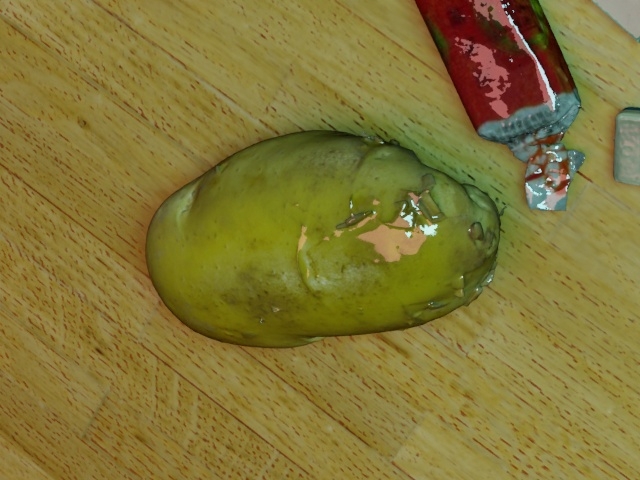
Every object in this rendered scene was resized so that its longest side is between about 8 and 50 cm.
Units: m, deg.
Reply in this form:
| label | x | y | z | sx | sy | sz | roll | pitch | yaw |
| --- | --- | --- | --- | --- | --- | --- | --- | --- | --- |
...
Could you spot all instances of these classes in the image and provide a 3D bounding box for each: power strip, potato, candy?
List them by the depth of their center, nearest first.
| label | x | y | z | sx | sy | sz | roll | pitch | yaw |
| --- | --- | --- | --- | --- | --- | --- | --- | --- | --- |
| power strip | 0.272 | -0.063 | 1.088 | 0.123 | 0.032 | 0.056 | 8 | 109 | 23 |
| candy | 0.126 | -0.155 | 1.109 | 0.086 | 0.059 | 0.292 | -23 | 95 | 30 |
| potato | 0.000 | 0.000 | 1.172 | 0.300 | 0.140 | 0.173 | -9 | 110 | 32 |

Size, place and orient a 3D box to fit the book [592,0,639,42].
| label | x | y | z | sx | sy | sz | roll | pitch | yaw |
| --- | --- | --- | --- | --- | --- | --- | --- | --- | --- |
| book | 0.233 | -0.224 | 1.060 | 0.103 | 0.017 | 0.135 | 43 | 116 | 6 |
